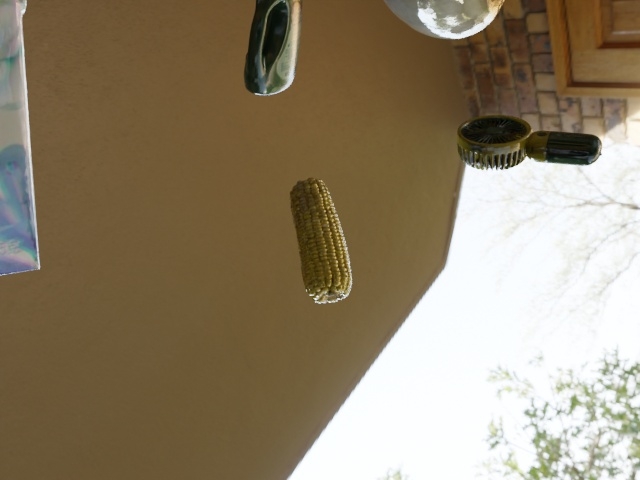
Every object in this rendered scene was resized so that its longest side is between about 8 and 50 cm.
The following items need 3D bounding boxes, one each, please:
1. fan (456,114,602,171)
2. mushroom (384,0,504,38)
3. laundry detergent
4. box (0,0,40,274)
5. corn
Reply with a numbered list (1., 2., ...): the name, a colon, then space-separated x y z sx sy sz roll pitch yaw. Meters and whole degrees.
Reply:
1. fan: 0.229 -0.103 0.661 0.082 0.155 0.039 -48 -41 -43
2. mushroom: 0.147 -0.286 0.516 0.207 0.215 0.208 -12 -75 -57
3. laundry detergent: -0.068 -0.334 0.900 0.137 0.062 0.211 -49 -25 -54
4. box: -0.336 -0.069 0.372 0.274 0.116 0.203 -9 -58 -33
5. corn: 0.000 0.000 1.138 0.093 0.093 0.244 21 -130 -48
